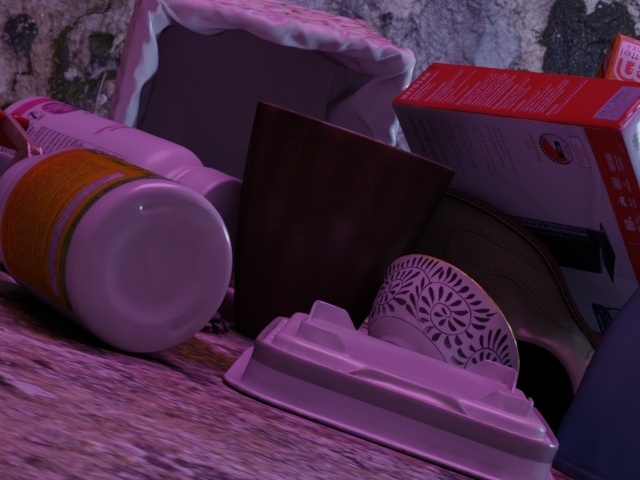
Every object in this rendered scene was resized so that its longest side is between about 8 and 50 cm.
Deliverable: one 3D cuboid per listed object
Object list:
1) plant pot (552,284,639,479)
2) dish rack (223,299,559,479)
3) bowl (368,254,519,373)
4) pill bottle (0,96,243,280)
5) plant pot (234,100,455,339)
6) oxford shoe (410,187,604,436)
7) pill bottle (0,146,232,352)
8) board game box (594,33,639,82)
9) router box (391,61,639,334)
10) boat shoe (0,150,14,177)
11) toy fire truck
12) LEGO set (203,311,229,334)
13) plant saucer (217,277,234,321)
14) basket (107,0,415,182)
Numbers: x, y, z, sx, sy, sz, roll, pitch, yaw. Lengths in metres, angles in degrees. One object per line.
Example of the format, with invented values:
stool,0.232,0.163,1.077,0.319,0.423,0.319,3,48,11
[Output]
plant pot,0.377,0.127,1.614,0.272,0.255,0.271,20,1,0
dish rack,0.071,0.123,1.494,0.285,0.072,0.333,20,3,2
bowl,0.102,0.105,1.698,0.170,0.080,0.170,30,-38,27
pill bottle,-0.222,-0.044,1.891,0.283,0.160,0.160,21,2,29
plant pot,0.000,0.000,1.807,0.215,0.230,0.215,19,3,-1
oxford shoe,0.190,0.075,1.811,0.348,0.123,0.130,47,28,22
pill bottle,-0.184,-0.002,1.436,0.136,0.136,0.246,18,2,-32
board game box,0.462,0.019,2.265,0.356,0.356,0.356,19,-25,2
router box,0.262,-0.022,1.878,0.301,0.082,0.335,11,-44,44
boat shoe,-0.398,-0.061,1.760,0.267,0.096,0.088,7,15,-42
toy fire truck,-0.294,-0.049,1.669,0.047,0.135,0.192,18,2,-36
LEGO set,-0.111,0.073,1.726,0.054,0.023,0.083,19,2,-24
plant saucer,-0.100,0.063,1.962,0.199,0.036,0.198,19,2,-1
basket,-0.096,-0.128,2.132,0.328,0.331,0.266,11,13,-11
